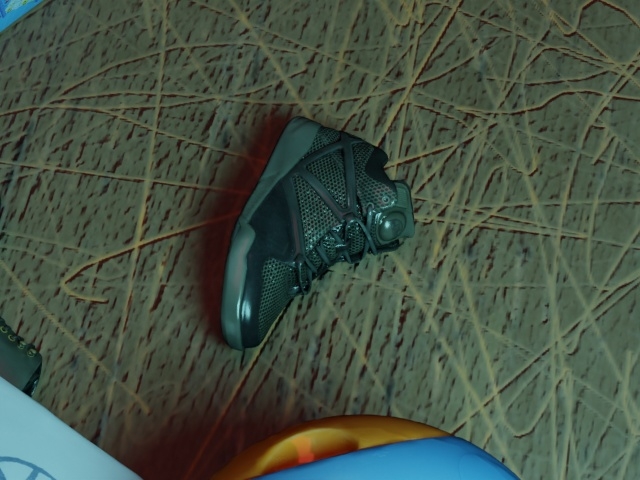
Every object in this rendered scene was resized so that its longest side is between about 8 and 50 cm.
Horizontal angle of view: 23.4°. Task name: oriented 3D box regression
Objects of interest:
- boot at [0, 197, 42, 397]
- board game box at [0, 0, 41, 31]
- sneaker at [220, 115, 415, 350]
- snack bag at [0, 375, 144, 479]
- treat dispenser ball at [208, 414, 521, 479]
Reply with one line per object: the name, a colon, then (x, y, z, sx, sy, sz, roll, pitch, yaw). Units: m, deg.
boot: (-0.269, 0.055, 1.253, 0.137, 0.077, 0.198, 21, 73, 6)
board game box: (-0.428, -0.285, 1.445, 0.308, 0.086, 0.302, 38, 64, 20)
sneaker: (0.000, 0.000, 1.279, 0.130, 0.087, 0.227, 15, 53, 15)
snack bag: (-0.313, 0.147, 0.993, 0.342, 0.037, 0.323, 35, 29, 13)
treat dispenser ball: (0.029, 0.257, 1.000, 0.288, 0.288, 0.288, 1, 58, -1)
